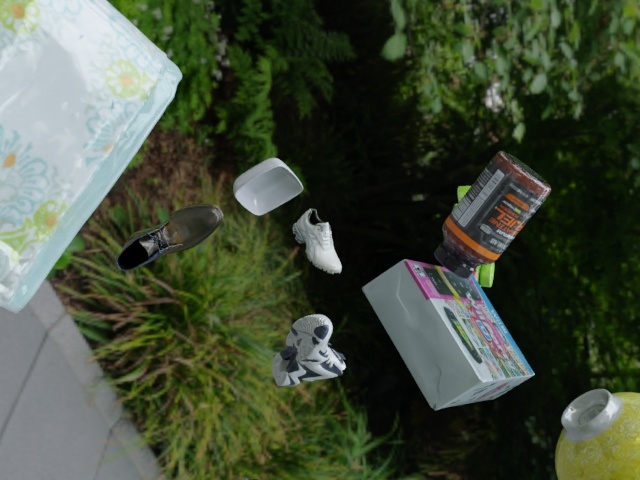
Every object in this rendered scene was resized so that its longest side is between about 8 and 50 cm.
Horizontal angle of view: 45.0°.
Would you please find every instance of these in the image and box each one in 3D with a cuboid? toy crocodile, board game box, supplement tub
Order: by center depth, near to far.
[{"bbox_3d":[0.266,-0.035,1.225,0.198,0.106,0.106,-55,-177,19],"label":"supplement tub"},{"bbox_3d":[0.221,0.155,1.286,0.303,0.097,0.224,14,43,-60],"label":"board game box"},{"bbox_3d":[0.340,0.027,1.754,0.105,0.115,0.341,-52,149,-55],"label":"toy crocodile"}]

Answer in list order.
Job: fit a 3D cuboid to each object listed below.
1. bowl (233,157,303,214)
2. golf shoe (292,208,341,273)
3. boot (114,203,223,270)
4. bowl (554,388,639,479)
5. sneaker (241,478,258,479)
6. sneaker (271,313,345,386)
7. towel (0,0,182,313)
[{"bbox_3d":[-0.126,-0.131,1.787,0.142,0.142,0.053,45,18,-59],"label":"bowl"},{"bbox_3d":[0.000,0.000,1.825,0.069,0.086,0.176,-8,50,-44],"label":"golf shoe"},{"bbox_3d":[-0.289,0.001,1.470,0.082,0.219,0.106,61,19,-15],"label":"boot"},{"bbox_3d":[0.576,0.395,1.552,0.156,0.289,0.289,51,16,-6],"label":"bowl"},{"bbox_3d":[-0.122,0.571,1.556,0.067,0.078,0.188,5,55,-53],"label":"sneaker"},{"bbox_3d":[0.004,0.242,1.713,0.235,0.153,0.094,-61,-138,36],"label":"sneaker"},{"bbox_3d":[-0.362,-0.134,0.809,0.320,0.090,0.375,41,76,-38],"label":"towel"}]
